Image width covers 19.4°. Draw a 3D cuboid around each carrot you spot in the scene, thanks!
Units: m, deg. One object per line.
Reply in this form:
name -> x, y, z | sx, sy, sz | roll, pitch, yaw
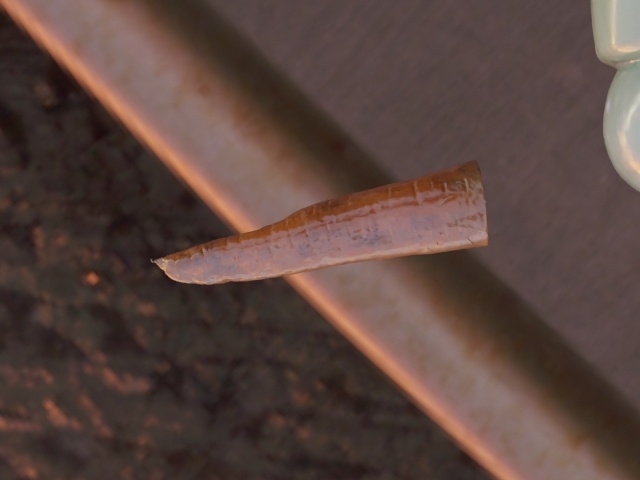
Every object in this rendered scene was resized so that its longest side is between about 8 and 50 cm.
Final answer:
carrot -> 0.000, 0.000, 1.230 | 0.224, 0.057, 0.057 | -13, 114, 5

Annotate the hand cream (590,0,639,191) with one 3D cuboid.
hand cream -> 0.135, -0.168, 0.691 | 0.093, 0.147, 0.306 | -9, 87, 24
